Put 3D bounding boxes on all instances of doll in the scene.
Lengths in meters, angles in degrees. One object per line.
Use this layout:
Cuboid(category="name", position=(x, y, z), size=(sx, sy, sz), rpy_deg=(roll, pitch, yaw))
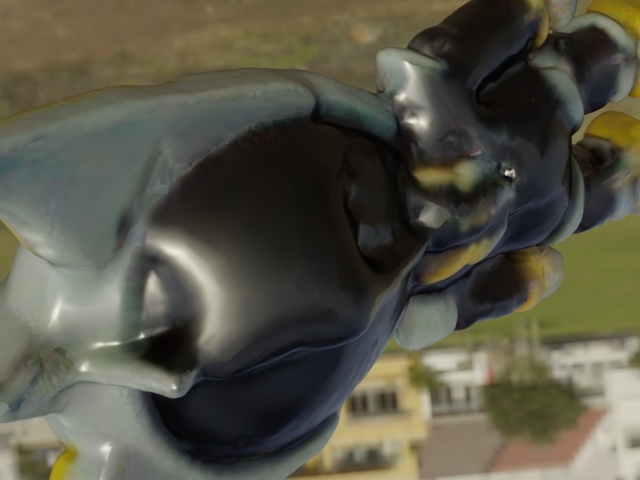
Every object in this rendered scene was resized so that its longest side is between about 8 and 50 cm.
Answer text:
Cuboid(category="doll", position=(-0.001, -0.004, 0.627), size=(0.316, 0.103, 0.145), rpy_deg=(-23, 147, -33))
